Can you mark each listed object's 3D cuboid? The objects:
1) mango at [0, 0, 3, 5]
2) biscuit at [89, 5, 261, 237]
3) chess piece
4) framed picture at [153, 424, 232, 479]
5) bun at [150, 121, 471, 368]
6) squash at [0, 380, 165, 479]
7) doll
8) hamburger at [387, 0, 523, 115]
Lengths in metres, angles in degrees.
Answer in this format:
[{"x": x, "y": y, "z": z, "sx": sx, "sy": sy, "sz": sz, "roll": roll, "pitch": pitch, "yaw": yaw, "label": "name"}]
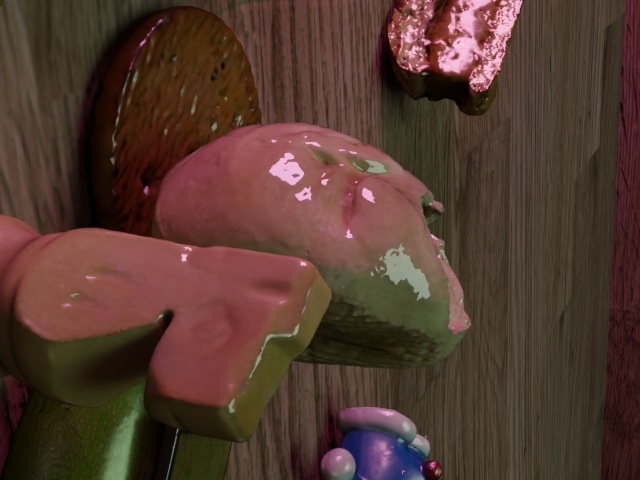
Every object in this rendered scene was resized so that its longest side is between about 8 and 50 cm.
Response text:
[{"x": -0.180, "y": -0.085, "z": 0.412, "sx": 0.165, "sy": 0.074, "sz": 0.091, "roll": -72, "pitch": 150, "yaw": -52, "label": "mango"}, {"x": -0.091, "y": -0.058, "z": 0.663, "sx": 0.188, "sy": 0.027, "sz": 0.187, "roll": 8, "pitch": 90, "yaw": -67, "label": "biscuit"}, {"x": -0.099, "y": 0.033, "z": 0.457, "sx": 0.090, "sy": 0.200, "sz": 0.090, "roll": 6, "pitch": 90, "yaw": -65, "label": "chess piece"}, {"x": -0.105, "y": 0.277, "z": 0.624, "sx": 0.255, "sy": 0.014, "sz": 0.338, "roll": 83, "pitch": 18, "yaw": -79, "label": "framed picture"}, {"x": 0.000, "y": 0.000, "z": 0.609, "sx": 0.178, "sy": 0.193, "sz": 0.127, "roll": 74, "pitch": 29, "yaw": -65, "label": "bun"}, {"x": -0.141, "y": 0.176, "z": 0.545, "sx": 0.082, "sy": 0.082, "sz": 0.292, "roll": 35, "pitch": 64, "yaw": -63, "label": "squash"}, {"x": 0.047, "y": 0.287, "z": 0.938, "sx": 0.215, "sy": 0.161, "sz": 0.256, "roll": 44, "pitch": 39, "yaw": -45, "label": "doll"}, {"x": 0.149, "y": -0.243, "z": 1.058, "sx": 0.131, "sy": 0.124, "sz": 0.262, "roll": 88, "pitch": 23, "yaw": -66, "label": "hamburger"}]
